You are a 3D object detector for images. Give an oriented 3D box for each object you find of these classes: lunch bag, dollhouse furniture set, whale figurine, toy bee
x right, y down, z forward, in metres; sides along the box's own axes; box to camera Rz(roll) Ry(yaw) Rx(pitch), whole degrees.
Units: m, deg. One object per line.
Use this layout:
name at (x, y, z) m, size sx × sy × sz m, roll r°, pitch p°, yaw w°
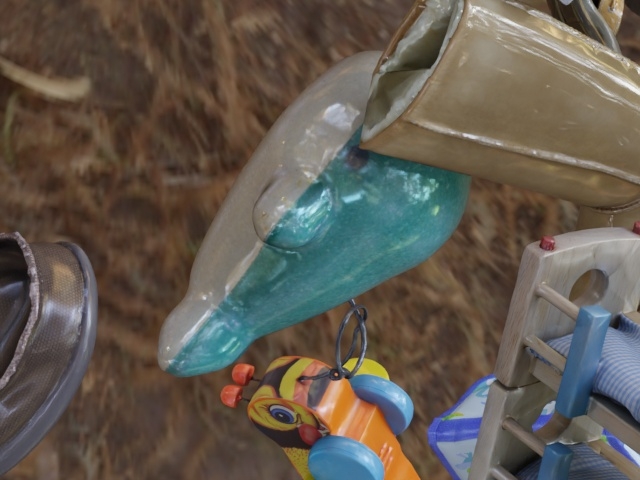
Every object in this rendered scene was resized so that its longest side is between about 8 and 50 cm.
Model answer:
lunch bag at (0.156, 0.125, 1.185) m, size 0.129 × 0.151 × 0.096 m, roll -9°, pitch 74°, yaw 33°
dollhouse furniture set at (0.084, 0.084, 0.722) m, size 0.184 × 0.129 × 0.129 m, roll -7°, pitch 119°, yaw -35°
whale figurine at (0.000, 0.000, 1.346) m, size 0.141 × 0.216 × 0.272 m, roll 38°, pitch 92°, yaw 4°
toy bee at (0.001, 0.158, 1.752) m, size 0.162 × 0.195 × 0.298 m, roll 7°, pitch 117°, yaw 27°

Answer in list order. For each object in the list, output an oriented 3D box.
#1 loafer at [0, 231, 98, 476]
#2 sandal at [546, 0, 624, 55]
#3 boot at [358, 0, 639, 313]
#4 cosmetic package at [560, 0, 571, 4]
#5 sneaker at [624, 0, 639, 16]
loafer at (-0.299, 0.104, 1.166) m, size 0.366 × 0.134 × 0.130 m, roll -31°, pitch 140°, yaw 13°
sandal at (0.217, -0.174, 1.500) m, size 0.049 × 0.072 × 0.180 m, roll -23°, pitch 83°, yaw -9°
boot at (0.139, -0.045, 1.280) m, size 0.269 × 0.089 × 0.236 m, roll 14°, pitch 120°, yaw -31°
cosmetic package at (0.112, -0.365, 1.231) m, size 0.377 × 0.097 × 0.284 m, roll 42°, pitch 57°, yaw 10°
sneaker at (0.293, -0.149, 1.518) m, size 0.106 × 0.281 × 0.162 m, roll 33°, pitch 85°, yaw -24°
